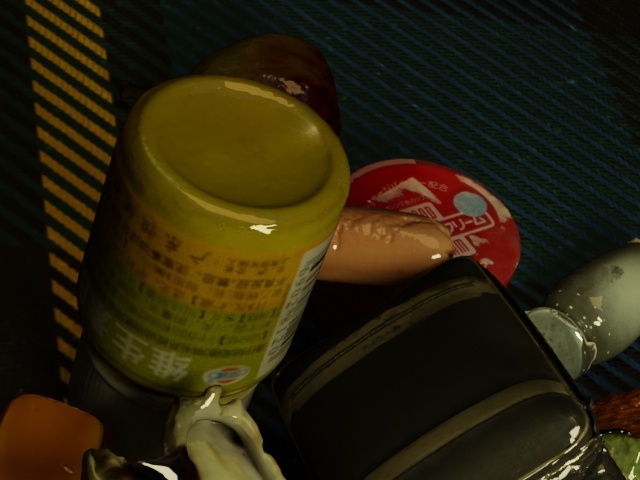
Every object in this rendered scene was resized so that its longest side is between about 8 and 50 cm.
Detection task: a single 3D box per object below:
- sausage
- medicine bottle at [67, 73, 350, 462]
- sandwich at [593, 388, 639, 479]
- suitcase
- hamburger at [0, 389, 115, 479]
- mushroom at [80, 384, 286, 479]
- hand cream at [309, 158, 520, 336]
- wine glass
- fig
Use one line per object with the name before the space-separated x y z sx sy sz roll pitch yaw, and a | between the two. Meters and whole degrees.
sausage | -0.001 0.000 1.960 0.289 0.086 0.086 5 42 7
medicine bottle | -0.124 0.043 1.822 0.224 0.384 0.224 11 43 -11
sandwich | 0.329 0.252 1.974 0.301 0.250 0.162 -10 94 -42
suitcase | 0.119 0.205 1.772 0.283 0.194 0.434 -33 29 2
hamburger | -0.270 0.232 1.789 0.137 0.087 0.166 22 43 0
mushroom | -0.119 0.293 1.674 0.217 0.212 0.292 -7 63 -40
hand cream | 0.103 0.031 2.107 0.230 0.149 0.230 11 46 -11
wine glass | 0.325 0.081 2.168 0.111 0.111 0.204 41 47 21
fig | -0.109 -0.177 2.256 0.274 0.145 0.170 3 42 0
